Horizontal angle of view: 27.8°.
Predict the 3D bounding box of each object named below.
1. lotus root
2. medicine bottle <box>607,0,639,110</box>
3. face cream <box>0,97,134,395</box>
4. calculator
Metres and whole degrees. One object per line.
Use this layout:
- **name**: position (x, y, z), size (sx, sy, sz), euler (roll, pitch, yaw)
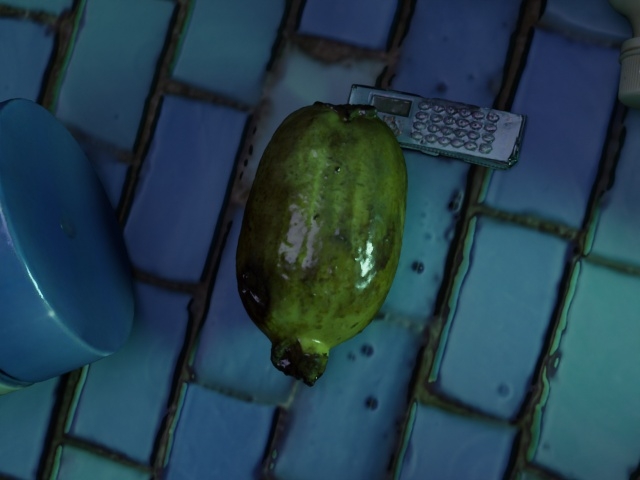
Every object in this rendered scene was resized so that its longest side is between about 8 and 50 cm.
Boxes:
- **lotus root**: position (0.000, 0.000, 1.158), size (0.145, 0.128, 0.260), euler (9, 84, 6)
- **medicine bottle**: position (0.307, -0.239, 1.129), size (0.114, 0.114, 0.252), euler (8, 83, 15)
- **face cream**: position (-0.322, 0.023, 1.168), size (0.225, 0.249, 0.249), euler (-21, 76, 10)
- **calculator**: position (0.103, -0.106, 1.208), size (0.172, 0.018, 0.057), euler (13, 82, 17)
